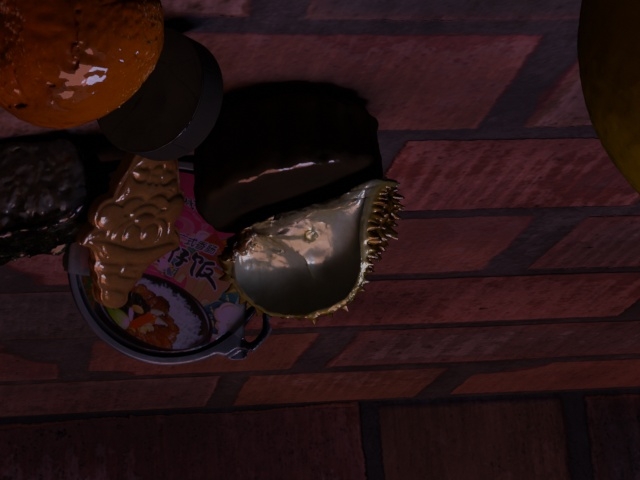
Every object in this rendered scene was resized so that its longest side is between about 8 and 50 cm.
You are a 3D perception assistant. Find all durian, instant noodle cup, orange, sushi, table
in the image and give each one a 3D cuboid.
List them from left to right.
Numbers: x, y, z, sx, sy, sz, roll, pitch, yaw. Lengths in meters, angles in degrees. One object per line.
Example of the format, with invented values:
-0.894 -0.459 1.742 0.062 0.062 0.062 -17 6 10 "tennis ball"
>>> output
-0.362 -0.046 2.115 0.225 0.124 0.127 -15 162 12 "sushi"
-0.228 -0.193 1.561 0.193 0.193 0.161 -18 -176 38 "orange"
-0.166 -0.150 1.802 0.133 0.133 0.043 -13 163 27 "table"
-0.186 0.029 2.266 0.258 0.302 0.181 -37 178 -2 "instant noodle cup"
0.000 0.000 2.054 0.252 0.144 0.139 -12 127 27 "durian"

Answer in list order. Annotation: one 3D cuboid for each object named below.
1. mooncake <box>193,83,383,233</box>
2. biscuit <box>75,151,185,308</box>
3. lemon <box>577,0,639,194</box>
-0.040 -0.096 2.051 0.228 0.124 0.228 -8 160 -3 "mooncake"
-0.218 -0.028 2.093 0.035 0.250 0.162 29 -154 32 "biscuit"
0.379 -0.174 1.514 0.348 0.348 0.348 -5 164 -1 "lemon"
